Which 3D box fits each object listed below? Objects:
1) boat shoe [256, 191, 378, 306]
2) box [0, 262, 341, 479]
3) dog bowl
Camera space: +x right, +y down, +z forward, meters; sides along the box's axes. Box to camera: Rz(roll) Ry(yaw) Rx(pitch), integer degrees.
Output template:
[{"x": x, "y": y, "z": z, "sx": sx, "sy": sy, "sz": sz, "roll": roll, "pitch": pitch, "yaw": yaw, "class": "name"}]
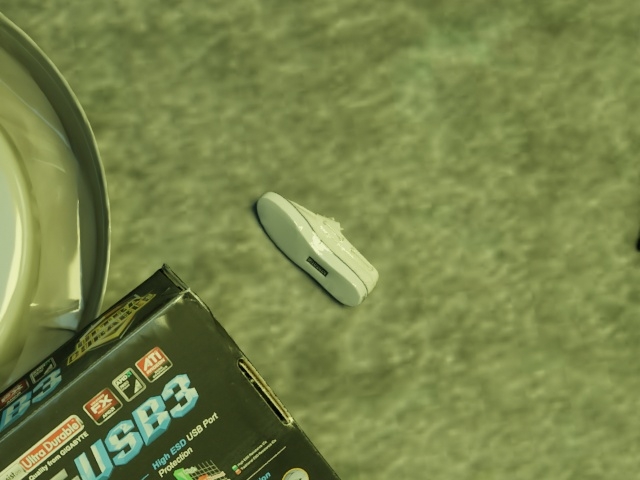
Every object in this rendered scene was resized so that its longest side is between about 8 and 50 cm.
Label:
[{"x": 0.000, "y": 0.000, "z": 0.822, "sx": 0.100, "sy": 0.035, "sz": 0.035, "roll": 43, "pitch": 52, "yaw": 4, "class": "boat shoe"}, {"x": -0.114, "y": 0.217, "z": 0.703, "sx": 0.295, "sy": 0.073, "sz": 0.293, "roll": -40, "pitch": 111, "yaw": -10, "class": "box"}, {"x": -0.303, "y": 0.005, "z": 0.744, "sx": 0.349, "sy": 0.102, "sz": 0.348, "roll": 1, "pitch": 83, "yaw": -8, "class": "dog bowl"}]
